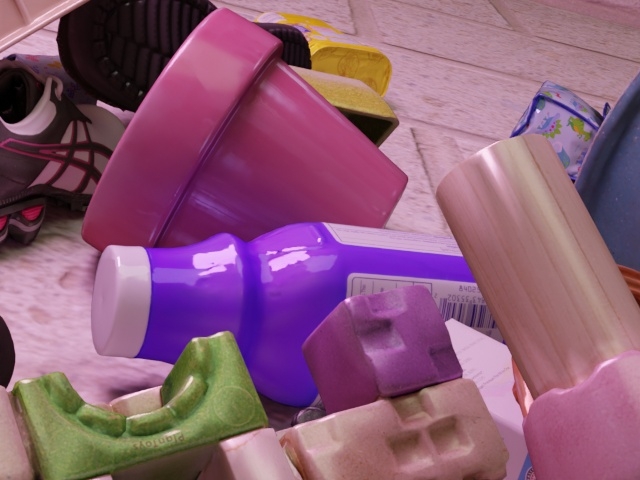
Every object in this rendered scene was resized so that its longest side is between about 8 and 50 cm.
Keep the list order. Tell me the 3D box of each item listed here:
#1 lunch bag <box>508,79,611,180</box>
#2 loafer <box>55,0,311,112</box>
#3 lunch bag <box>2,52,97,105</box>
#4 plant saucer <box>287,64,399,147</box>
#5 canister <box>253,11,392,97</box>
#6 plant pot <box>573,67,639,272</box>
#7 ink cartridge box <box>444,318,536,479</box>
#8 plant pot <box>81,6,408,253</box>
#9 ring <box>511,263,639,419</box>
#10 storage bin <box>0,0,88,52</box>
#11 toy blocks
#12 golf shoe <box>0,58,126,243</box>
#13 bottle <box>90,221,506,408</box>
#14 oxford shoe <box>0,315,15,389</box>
[{"bbox_3d":[0.316,-0.123,1.415,0.151,0.096,0.129,33,21,5],"label":"lunch bag"},{"bbox_3d":[-0.148,-0.177,1.189,0.130,0.133,0.366,5,0,30],"label":"loafer"},{"bbox_3d":[-0.264,-0.154,1.136,0.071,0.053,0.083,-6,42,-44],"label":"lunch bag"},{"bbox_3d":[-0.043,-0.110,1.039,0.189,0.045,0.188,11,-19,-12],"label":"plant saucer"},{"bbox_3d":[-0.004,-0.235,1.484,0.126,0.073,0.170,2,24,-31],"label":"canister"},{"bbox_3d":[0.429,0.004,0.895,0.341,0.341,0.334,-5,37,-42],"label":"plant pot"},{"bbox_3d":[0.088,0.115,0.668,0.143,0.092,0.090,28,25,26],"label":"ink cartridge box"},{"bbox_3d":[-0.045,-0.039,0.847,0.180,0.201,0.201,31,22,-3],"label":"plant pot"},{"bbox_3d":[0.222,0.149,0.611,0.337,0.032,0.336,30,33,-23],"label":"ring"},{"bbox_3d":[-0.258,-0.230,0.930,0.260,0.123,0.262,-37,21,-25],"label":"storage bin"},{"bbox_3d":[-0.027,0.163,0.376,0.289,0.309,0.260,-12,66,-29],"label":"toy blocks"},{"bbox_3d":[-0.214,-0.082,0.909,0.105,0.120,0.273,18,20,9],"label":"golf shoe"},{"bbox_3d":[0.001,0.048,0.738,0.283,0.118,0.092,5,24,-23],"label":"bottle"},{"bbox_3d":[-0.244,0.092,0.558,0.076,0.076,0.212,-7,12,30],"label":"oxford shoe"}]
